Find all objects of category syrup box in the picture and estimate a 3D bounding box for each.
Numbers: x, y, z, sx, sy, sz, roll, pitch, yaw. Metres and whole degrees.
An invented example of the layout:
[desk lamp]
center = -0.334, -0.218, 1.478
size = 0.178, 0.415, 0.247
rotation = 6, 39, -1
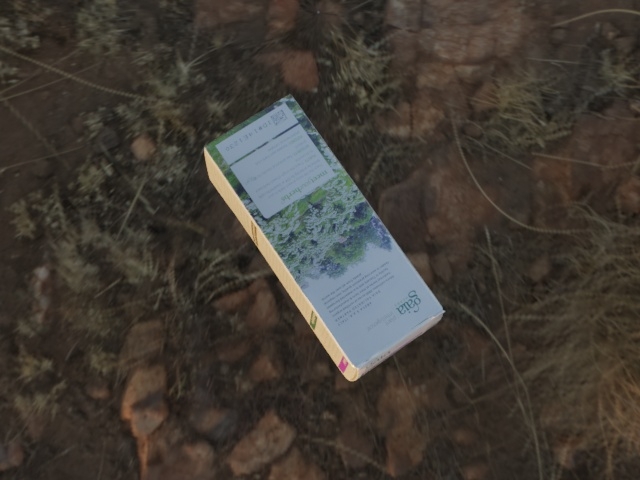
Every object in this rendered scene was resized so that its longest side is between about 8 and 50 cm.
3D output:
[syrup box]
center = 0.000, 0.000, 0.925
size = 0.093, 0.096, 0.237
rotation = -33, 81, -10
